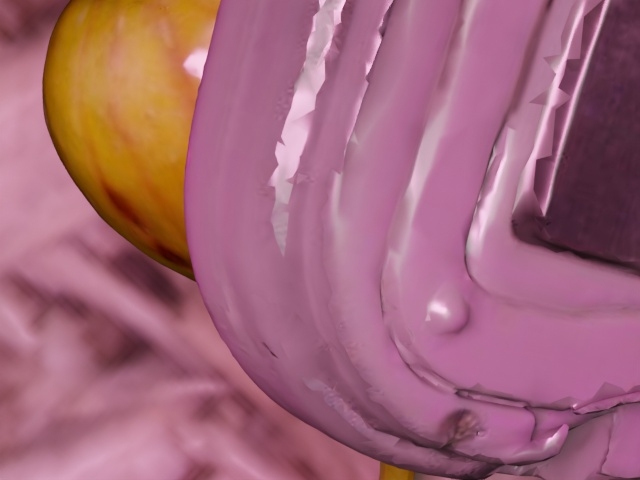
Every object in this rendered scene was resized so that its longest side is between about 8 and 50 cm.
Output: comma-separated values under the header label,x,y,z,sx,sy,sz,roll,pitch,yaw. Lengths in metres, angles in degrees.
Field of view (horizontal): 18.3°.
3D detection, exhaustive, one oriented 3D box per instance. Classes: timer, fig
label,x,y,z,sx,sy,sz,roll,pitch,yaw
timer,0.077,-0.038,0.436,0.208,0.069,0.190,10,97,-37
fig,-0.010,-0.007,0.491,0.093,0.093,0.166,-17,131,1
